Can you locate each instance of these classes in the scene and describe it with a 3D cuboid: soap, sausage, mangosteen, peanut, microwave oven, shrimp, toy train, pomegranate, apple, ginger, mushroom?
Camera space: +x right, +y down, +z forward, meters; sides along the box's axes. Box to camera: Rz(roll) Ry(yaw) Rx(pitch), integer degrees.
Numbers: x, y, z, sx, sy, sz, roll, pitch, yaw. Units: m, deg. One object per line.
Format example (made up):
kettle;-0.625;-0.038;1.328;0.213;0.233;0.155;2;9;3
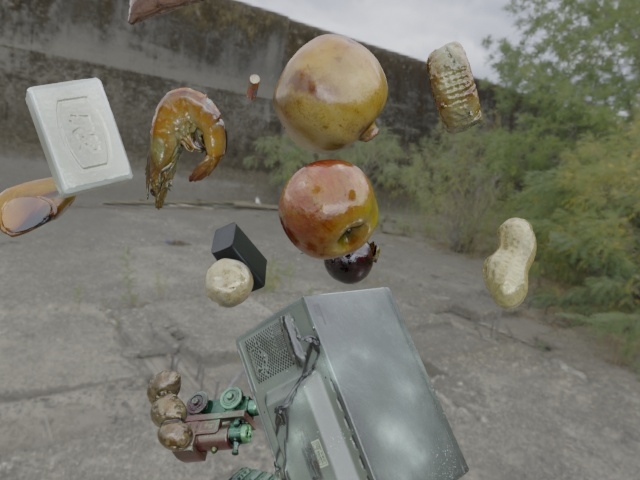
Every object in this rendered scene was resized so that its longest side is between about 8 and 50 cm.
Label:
soap;-0.411;-0.175;0.947;0.121;0.183;0.064;-21;5;-33
sausage;-0.196;-0.436;1.599;0.031;0.031;0.107;7;-20;-12
mangosteen;0.141;0.073;2.356;0.265;0.228;0.228;-2;13;-35
peanut;0.505;0.055;1.480;0.125;0.274;0.111;9;-31;26
microwave oven;0.058;0.346;1.161;0.236;0.432;0.374;-35;-23;34
shrimp;-0.261;-0.163;1.034;0.150;0.249;0.068;34;29;3
toy train;-0.350;0.630;1.888;0.304;0.150;0.221;-12;43;17
pomegranate;0.038;-0.474;1.868;0.416;0.417;0.416;8;8;-1
apple;0.025;-0.080;1.582;0.301;0.301;0.301;8;8;-1
ginger;-0.347;0.392;1.270;0.080;0.104;0.204;20;31;-40
mushroom;-0.308;0.143;1.850;0.166;0.166;0.127;9;-23;3

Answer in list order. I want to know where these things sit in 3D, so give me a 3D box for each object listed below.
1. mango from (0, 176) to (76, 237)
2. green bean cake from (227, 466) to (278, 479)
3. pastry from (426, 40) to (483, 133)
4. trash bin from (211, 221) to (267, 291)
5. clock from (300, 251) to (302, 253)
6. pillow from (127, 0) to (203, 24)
mango;-0.834;-0.109;1.623;0.236;0.136;0.166;-26;13;-15
green bean cake;-0.164;0.747;1.545;0.208;0.193;0.107;3;18;29
pastry;0.291;-0.333;1.217;0.093;0.192;0.182;-16;8;18
trash bin;-0.308;0.065;2.106;0.115;0.225;0.165;-20;36;15
clock;0.000;0.000;2.178;0.159;0.066;0.211;-13;-14;-40
pillow;-0.325;-0.590;1.186;0.223;0.236;0.084;-5;-14;25
